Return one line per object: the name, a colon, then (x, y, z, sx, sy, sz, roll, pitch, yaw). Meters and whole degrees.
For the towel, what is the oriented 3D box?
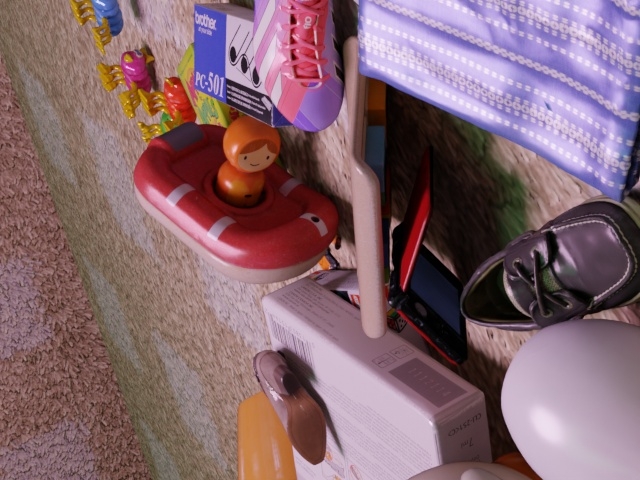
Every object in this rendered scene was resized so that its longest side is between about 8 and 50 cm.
towel: (0.106, -0.198, 0.691, 0.243, 0.040, 0.336, 31, 143, 32)

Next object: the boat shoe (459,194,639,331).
boat shoe: (0.167, 0.029, 0.828, 0.080, 0.073, 0.223, 62, 161, 4)

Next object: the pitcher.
pitcher: (0.231, 0.147, 0.761, 0.207, 0.125, 0.178, 26, 154, 47)

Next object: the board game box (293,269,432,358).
board game box: (0.074, 0.180, 1.250, 0.193, 0.053, 0.305, -3, 110, 66)

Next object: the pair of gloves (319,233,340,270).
pair of gloves: (0.000, 0.000, 1.307, 0.074, 0.010, 0.083, 51, 154, 36)

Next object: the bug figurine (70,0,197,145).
bug figurine: (-0.237, -0.220, 1.566, 0.279, 0.072, 0.216, 51, 162, 23)

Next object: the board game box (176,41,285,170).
board game box: (-0.109, -0.144, 1.369, 0.181, 0.043, 0.092, 65, 160, 3)

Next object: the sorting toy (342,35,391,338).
sorting toy: (0.046, -0.049, 1.013, 0.208, 0.038, 0.193, -92, -3, -49)

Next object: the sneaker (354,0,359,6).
sneaker: (0.052, -0.241, 0.806, 0.081, 0.080, 0.211, 45, 152, 50)

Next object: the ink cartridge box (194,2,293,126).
ink cartridge box: (-0.075, -0.188, 1.200, 0.207, 0.046, 0.097, 32, 125, 57)

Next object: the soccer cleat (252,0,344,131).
soccer cleat: (-0.018, -0.203, 1.017, 0.095, 0.083, 0.248, -123, 22, -59)

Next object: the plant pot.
plant pot: (-0.024, 0.286, 1.449, 0.205, 0.205, 0.188, 110, 147, -62)

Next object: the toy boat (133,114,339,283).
toy boat: (-0.081, -0.066, 1.217, 0.231, 0.151, 0.151, 37, 134, 19)

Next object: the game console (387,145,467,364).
game console: (0.103, 0.011, 0.958, 0.124, 0.085, 0.144, 43, -158, -14)

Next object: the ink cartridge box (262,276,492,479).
ink cartridge box: (0.059, 0.207, 1.156, 0.296, 0.066, 0.261, 32, 139, 51)

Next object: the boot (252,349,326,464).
boot: (-0.034, 0.168, 1.191, 0.087, 0.042, 0.119, 12, 121, 68)

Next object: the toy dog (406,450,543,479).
toy dog: (0.129, 0.313, 0.825, 0.395, 0.284, 0.408, 57, 179, -14)
